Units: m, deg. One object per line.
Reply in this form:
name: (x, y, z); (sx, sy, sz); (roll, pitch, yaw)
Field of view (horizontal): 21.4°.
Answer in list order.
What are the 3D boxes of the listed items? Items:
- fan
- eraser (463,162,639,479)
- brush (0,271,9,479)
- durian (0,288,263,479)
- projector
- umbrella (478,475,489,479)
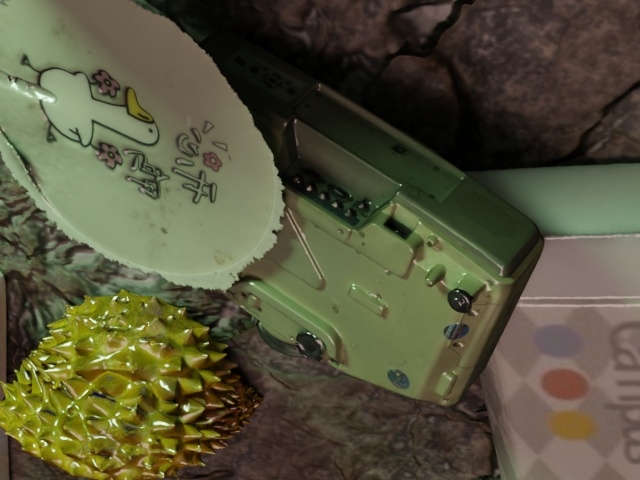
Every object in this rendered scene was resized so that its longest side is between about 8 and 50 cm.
fan: (-0.202, -0.103, 1.128); (0.415, 0.012, 0.233); (26, 135, 14)
eraser: (0.215, 0.113, 1.252); (0.213, 0.082, 0.397); (-1, 134, 16)
brush: (-0.301, 0.140, 1.455); (0.060, 0.050, 0.321); (10, 137, 0)
durian: (-0.158, 0.124, 1.358); (0.182, 0.165, 0.132); (36, 170, 11)
projector: (0.000, 0.000, 1.139); (0.269, 0.088, 0.193); (33, 138, 13)
umbrella: (0.115, 0.221, 1.438); (0.083, 0.020, 0.031); (-36, 77, 40)
